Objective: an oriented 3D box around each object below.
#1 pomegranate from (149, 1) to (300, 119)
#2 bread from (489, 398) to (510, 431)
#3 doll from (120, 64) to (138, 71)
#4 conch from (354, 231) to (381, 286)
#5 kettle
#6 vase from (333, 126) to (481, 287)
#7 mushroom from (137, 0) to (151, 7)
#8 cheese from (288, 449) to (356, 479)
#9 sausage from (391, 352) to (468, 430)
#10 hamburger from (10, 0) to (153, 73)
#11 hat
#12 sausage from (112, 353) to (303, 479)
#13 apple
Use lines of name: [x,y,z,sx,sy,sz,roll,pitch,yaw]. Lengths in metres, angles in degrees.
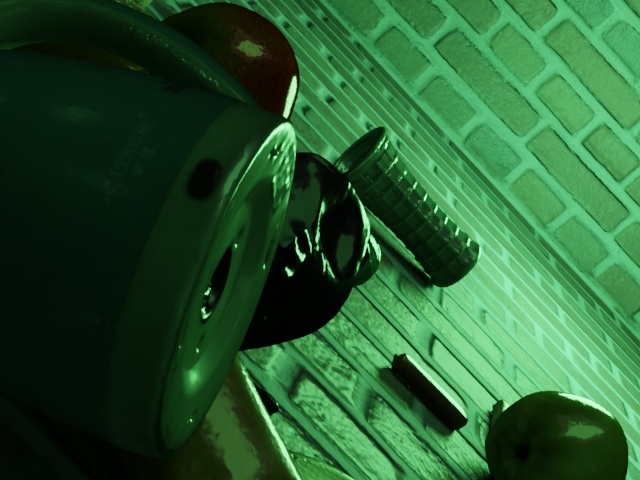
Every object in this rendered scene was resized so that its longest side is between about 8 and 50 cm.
pomegranate: [-0.150,-0.209,1.383,0.257,0.221,0.221,21,31,-51]
bread: [0.294,0.304,1.639,0.068,0.028,0.153,48,19,-4]
doll: [-0.209,-0.105,1.162,0.221,0.143,0.135,39,20,-47]
conch: [0.000,0.002,1.445,0.176,0.122,0.188,29,12,12]
kettle: [-0.204,-0.050,0.764,0.342,0.247,0.319,20,58,8]
vase: [0.159,-0.051,1.918,0.299,0.143,0.143,46,17,-15]
mushroom: [-0.310,-0.427,1.637,0.154,0.122,0.154,49,11,-13]
cheese: [-0.044,0.222,0.967,0.251,0.054,0.127,36,16,-11]
sausage: [0.154,0.213,1.495,0.147,0.030,0.035,44,17,-11]
hamburger: [-0.323,-0.253,1.171,0.283,0.156,0.144,31,42,-27]
hat: [-0.111,0.021,1.002,0.336,0.238,0.209,24,33,-18]
sausage: [-0.083,0.190,0.836,0.134,0.116,0.354,4,47,-47]
apple: [0.329,0.302,1.477,0.200,0.200,0.200,42,18,-17]
